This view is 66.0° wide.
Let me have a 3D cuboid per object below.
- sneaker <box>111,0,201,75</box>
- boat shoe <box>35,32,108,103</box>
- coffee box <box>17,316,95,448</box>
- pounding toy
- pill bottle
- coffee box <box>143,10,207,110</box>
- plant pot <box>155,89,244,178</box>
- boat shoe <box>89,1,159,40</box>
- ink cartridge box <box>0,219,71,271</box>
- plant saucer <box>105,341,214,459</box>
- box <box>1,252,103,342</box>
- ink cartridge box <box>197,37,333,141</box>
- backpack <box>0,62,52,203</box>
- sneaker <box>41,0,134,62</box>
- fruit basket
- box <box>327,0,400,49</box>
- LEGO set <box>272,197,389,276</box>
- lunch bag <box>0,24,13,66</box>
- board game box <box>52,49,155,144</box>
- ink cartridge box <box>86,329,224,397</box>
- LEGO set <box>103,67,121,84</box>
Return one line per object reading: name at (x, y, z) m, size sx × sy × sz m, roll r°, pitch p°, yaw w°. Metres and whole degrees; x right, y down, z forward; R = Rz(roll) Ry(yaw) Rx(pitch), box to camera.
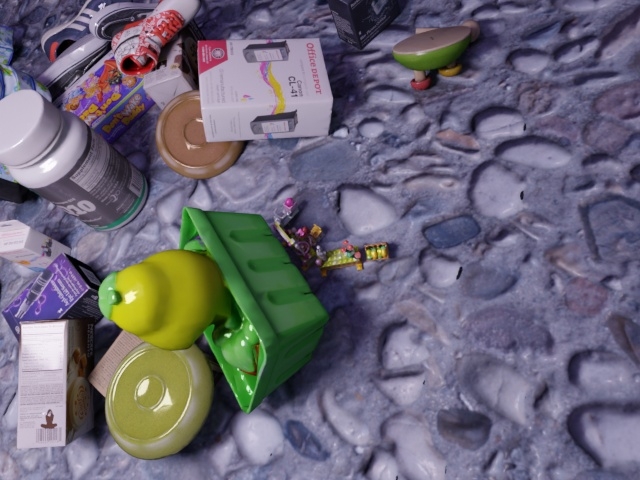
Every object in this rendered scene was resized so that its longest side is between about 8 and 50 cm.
sneaker at (-0.413, -0.523, 1.264) m, size 0.270 × 0.090 × 0.145 m, roll -24°, pitch 61°, yaw 11°
boat shoe at (-0.785, -0.532, 1.567) m, size 0.335 × 0.119 × 0.121 m, roll -32°, pitch 38°, yaw 13°
coffee box at (-0.550, 0.289, 1.036) m, size 0.098 × 0.141 × 0.247 m, roll -2°, pitch 83°, yaw -4°
pounding toy at (0.283, -0.441, 1.192) m, size 0.182 × 0.110 × 0.237 m, roll 4°, pitch 37°, yaw 32°
pill bottle at (-0.611, -0.184, 1.204) m, size 0.204 × 0.361 × 0.204 m, roll -8°, pitch 64°, yaw 16°
coffee box at (-0.401, -0.501, 1.396) m, size 0.118 × 0.168 × 0.297 m, roll -15°, pitch 63°, yaw 11°
plant pot at (-0.316, -0.278, 1.277) m, size 0.236 × 0.032 × 0.236 m, roll 0°, pitch 90°, yaw 1°
boat shoe at (-0.536, -0.648, 1.498) m, size 0.301 × 0.108 × 0.102 m, roll -24°, pitch 65°, yaw -36°
ink cartridge box at (-0.750, 0.018, 1.259) m, size 0.104 × 0.181 × 0.062 m, roll -8°, pitch 64°, yaw 15°
plant saucer at (-0.327, 0.300, 0.968) m, size 0.240 × 0.037 × 0.241 m, roll -6°, pitch 66°, yaw 14°
box at (-0.631, 0.162, 1.194) m, size 0.153 × 0.108 × 0.207 m, roll 38°, pitch 81°, yaw 28°
ink cartridge box at (-0.139, -0.373, 1.211) m, size 0.306 × 0.131 × 0.226 m, roll -6°, pitch 63°, yaw -8°
backpack at (-0.916, -0.321, 1.410) m, size 0.290 × 0.273 × 0.356 m, roll 18°, pitch 76°, yaw 36°
sneaker at (-0.752, -0.687, 1.635) m, size 0.350 × 0.131 × 0.148 m, roll -36°, pitch 67°, yaw 6°
fruit basket at (-0.215, 0.124, 0.920) m, size 0.391 × 0.283 × 0.392 m, roll 10°, pitch 44°, yaw -10°
box at (0.112, -0.619, 1.284) m, size 0.156 × 0.158 × 0.093 m, roll -44°, pitch 60°, yaw -5°
LEGO set at (0.000, 0.000, 1.059) m, size 0.287 × 0.107 × 0.132 m, roll 24°, pitch 75°, yaw 27°
lunch bag at (-1.174, -0.687, 1.788) m, size 0.151 × 0.096 × 0.129 m, roll -40°, pitch 55°, yaw 32°
board game box at (-0.644, -0.431, 1.495) m, size 0.347 × 0.078 × 0.233 m, roll -45°, pitch 60°, yaw -6°
ink cartridge box at (-0.349, 0.286, 1.052) m, size 0.234 × 0.088 × 0.193 m, roll 30°, pitch 77°, yaw 27°
LEGO set at (-0.606, -0.477, 1.450) m, size 0.054 × 0.023 × 0.083 m, roll -9°, pitch 50°, yaw 12°
